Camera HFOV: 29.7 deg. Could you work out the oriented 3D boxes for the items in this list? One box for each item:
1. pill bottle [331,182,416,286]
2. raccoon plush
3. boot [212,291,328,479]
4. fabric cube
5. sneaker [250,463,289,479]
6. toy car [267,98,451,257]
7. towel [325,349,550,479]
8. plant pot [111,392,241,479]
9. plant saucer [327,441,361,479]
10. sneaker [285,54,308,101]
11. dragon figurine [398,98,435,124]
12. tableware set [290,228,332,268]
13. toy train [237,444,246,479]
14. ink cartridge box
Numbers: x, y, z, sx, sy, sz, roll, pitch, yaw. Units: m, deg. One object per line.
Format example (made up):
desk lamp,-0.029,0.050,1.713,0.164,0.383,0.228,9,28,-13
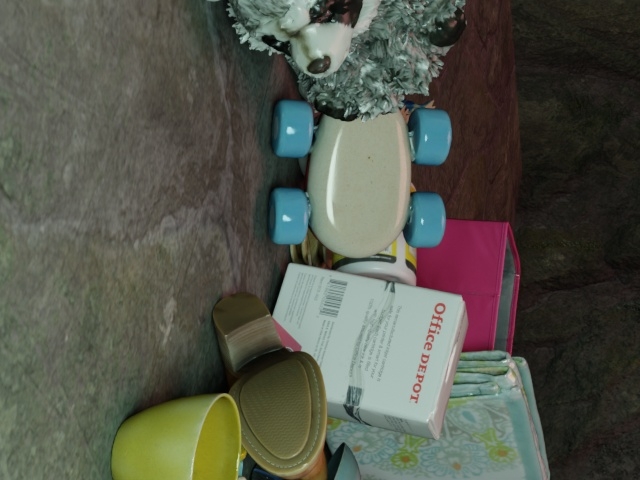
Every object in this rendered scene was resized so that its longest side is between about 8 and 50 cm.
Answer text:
pill bottle,0.077,-0.026,1.695,0.119,0.119,0.209,66,24,-60
raccoon plush,-0.032,-0.328,1.380,0.299,0.216,0.446,35,18,-45
boot,-0.041,0.214,1.333,0.283,0.109,0.220,51,-18,52
fabric cube,0.179,0.117,1.976,0.254,0.258,0.259,55,42,-65
sneaker,-0.067,0.349,1.527,0.211,0.080,0.081,-60,172,-56
toy car,0.030,-0.092,1.595,0.238,0.219,0.210,-151,-117,-76
towel,0.180,0.313,1.859,0.090,0.320,0.375,-81,158,-46
plant pot,-0.142,0.208,1.145,0.134,0.095,0.134,4,90,-75
plant saucer,-0.023,0.397,1.458,0.318,0.043,0.317,-64,180,0
sneaker,-0.005,-0.237,1.597,0.134,0.051,0.070,60,42,-57
dragon figurine,0.079,-0.182,1.849,0.289,0.144,0.085,-28,125,-49
tableware set,0.000,0.000,1.703,0.194,0.039,0.128,10,85,-75
toy train,-0.113,0.298,1.381,0.125,0.046,0.166,130,-40,-70
ink cartridge box,0.055,0.141,1.543,0.100,0.237,0.172,63,41,-62
